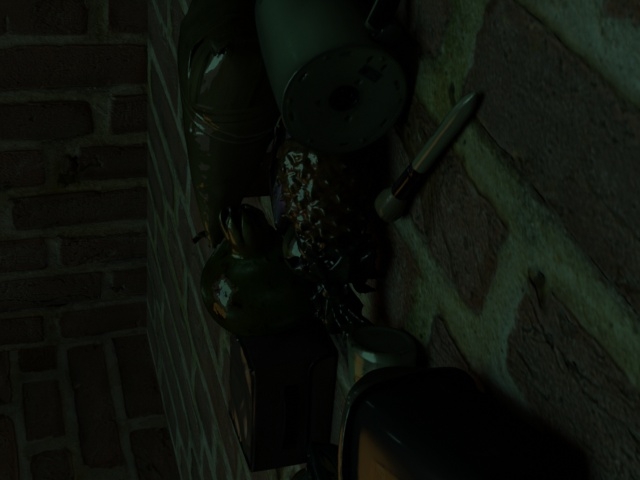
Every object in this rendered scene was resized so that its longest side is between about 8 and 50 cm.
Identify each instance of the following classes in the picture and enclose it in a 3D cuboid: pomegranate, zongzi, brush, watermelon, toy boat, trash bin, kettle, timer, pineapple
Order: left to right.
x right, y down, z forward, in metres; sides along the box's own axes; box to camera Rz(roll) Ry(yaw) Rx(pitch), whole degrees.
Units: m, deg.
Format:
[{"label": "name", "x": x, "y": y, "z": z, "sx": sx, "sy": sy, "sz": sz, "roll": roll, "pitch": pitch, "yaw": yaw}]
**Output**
[{"label": "zongzi", "x": -0.176, "y": -0.267, "z": 1.653, "sx": 0.447, "sy": 0.181, "sz": 0.418, "roll": -107, "pitch": 29, "yaw": -54}, {"label": "pomegranate", "x": -0.114, "y": 0.065, "z": 1.542, "sx": 0.190, "sy": 0.159, "sz": 0.241, "roll": 56, "pitch": 160, "yaw": 21}, {"label": "timer", "x": -0.039, "y": -0.114, "z": 1.555, "sx": 0.208, "sy": 0.069, "sz": 0.190, "roll": 108, "pitch": 159, "yaw": -48}, {"label": "watermelon", "x": 0.000, "y": 0.000, "z": 1.455, "sx": 0.133, "sy": 0.105, "sz": 0.105, "roll": -56, "pitch": 26, "yaw": 6}, {"label": "pineapple", "x": 0.017, "y": -0.002, "z": 1.335, "sx": 0.170, "sy": 0.141, "sz": 0.310, "roll": 5, "pitch": 110, "yaw": 42}, {"label": "toy boat", "x": 0.023, "y": 0.421, "z": 1.475, "sx": 0.296, "sy": 0.122, "sz": 0.114, "roll": -119, "pitch": 5, "yaw": -56}, {"label": "kettle", "x": 0.021, "y": -0.273, "z": 1.233, "sx": 0.240, "sy": 0.165, "sz": 0.255, "roll": -48, "pitch": 37, "yaw": 27}, {"label": "brush", "x": 0.128, "y": -0.094, "z": 1.130, "sx": 0.299, "sy": 0.039, "sz": 0.042, "roll": 127, "pitch": 131, "yaw": -61}, {"label": "trash bin", "x": 0.132, "y": 0.259, "z": 0.994, "sx": 0.290, "sy": 0.182, "sz": 0.209, "roll": -156, "pitch": 62, "yaw": -64}]

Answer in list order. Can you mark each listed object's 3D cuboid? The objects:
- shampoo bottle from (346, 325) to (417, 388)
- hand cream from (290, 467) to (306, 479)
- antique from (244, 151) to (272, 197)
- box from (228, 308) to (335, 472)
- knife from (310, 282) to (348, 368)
[{"label": "shampoo bottle", "x": 0.084, "y": 0.243, "z": 1.276, "sx": 0.118, "sy": 0.087, "sz": 0.234, "roll": -150, "pitch": 56, "yaw": -64}, {"label": "hand cream", "x": -0.033, "y": 0.476, "z": 1.737, "sx": 0.203, "sy": 0.084, "sz": 0.084, "roll": 117, "pitch": 144, "yaw": -65}, {"label": "antique", "x": -0.154, "y": -0.128, "z": 1.895, "sx": 0.310, "sy": 0.093, "sz": 0.087, "roll": -171, "pitch": 76, "yaw": -72}, {"label": "box", "x": -0.076, "y": 0.258, "z": 1.680, "sx": 0.188, "sy": 0.153, "sz": 0.252, "roll": -120, "pitch": 28, "yaw": -53}, {"label": "knife", "x": 0.033, "y": 0.126, "z": 1.473, "sx": 0.089, "sy": 0.043, "sz": 0.365, "roll": 105, "pitch": 153, "yaw": -47}]
